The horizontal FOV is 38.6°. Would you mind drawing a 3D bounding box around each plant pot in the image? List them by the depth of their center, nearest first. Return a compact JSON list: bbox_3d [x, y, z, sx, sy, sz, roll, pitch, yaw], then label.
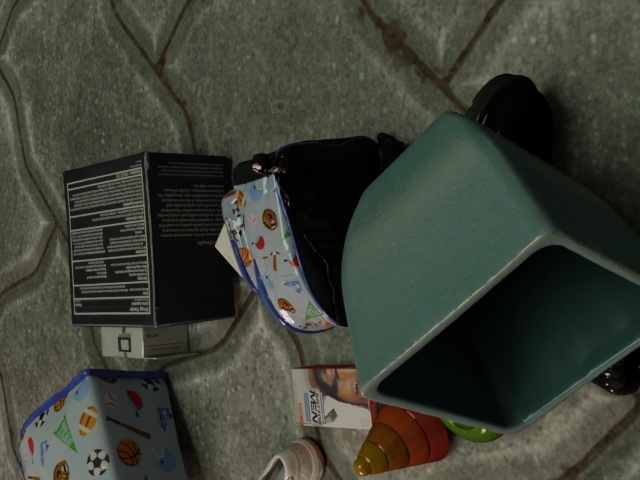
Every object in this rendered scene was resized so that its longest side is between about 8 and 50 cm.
[{"bbox_3d":[0.167,0.014,0.944,0.248,0.247,0.252,-45,44,27],"label":"plant pot"}]

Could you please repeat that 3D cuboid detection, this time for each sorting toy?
[{"bbox_3d":[0.142,0.236,1.170,0.127,0.126,0.365,55,147,8],"label":"sorting toy"}]

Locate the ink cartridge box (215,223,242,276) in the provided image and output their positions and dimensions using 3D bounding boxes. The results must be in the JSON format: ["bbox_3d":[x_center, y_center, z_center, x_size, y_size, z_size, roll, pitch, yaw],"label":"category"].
[{"bbox_3d":[-0.092,-0.024,1.493,0.090,0.092,0.143,44,120,36],"label":"ink cartridge box"}]

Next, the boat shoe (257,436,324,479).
[{"bbox_3d":[-0.087,0.445,1.508,0.098,0.096,0.277,37,117,37],"label":"boat shoe"}]

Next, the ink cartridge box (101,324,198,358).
[{"bbox_3d":[-0.323,0.188,1.730,0.180,0.104,0.060,-5,87,45],"label":"ink cartridge box"}]

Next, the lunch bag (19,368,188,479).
[{"bbox_3d":[-0.435,0.469,1.751,0.385,0.239,0.327,-38,57,30],"label":"lunch bag"}]

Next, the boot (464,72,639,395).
[{"bbox_3d":[0.291,-0.014,1.075,0.260,0.131,0.347,17,110,47],"label":"boot"}]

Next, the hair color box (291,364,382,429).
[{"bbox_3d":[0.031,0.240,1.408,0.167,0.053,0.093,-9,85,44],"label":"hair color box"}]

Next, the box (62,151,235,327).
[{"bbox_3d":[-0.314,0.005,1.655,0.296,0.183,0.293,-4,88,47],"label":"box"}]

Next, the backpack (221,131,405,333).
[{"bbox_3d":[0.000,0.000,1.294,0.213,0.277,0.263,-24,82,49],"label":"backpack"}]
